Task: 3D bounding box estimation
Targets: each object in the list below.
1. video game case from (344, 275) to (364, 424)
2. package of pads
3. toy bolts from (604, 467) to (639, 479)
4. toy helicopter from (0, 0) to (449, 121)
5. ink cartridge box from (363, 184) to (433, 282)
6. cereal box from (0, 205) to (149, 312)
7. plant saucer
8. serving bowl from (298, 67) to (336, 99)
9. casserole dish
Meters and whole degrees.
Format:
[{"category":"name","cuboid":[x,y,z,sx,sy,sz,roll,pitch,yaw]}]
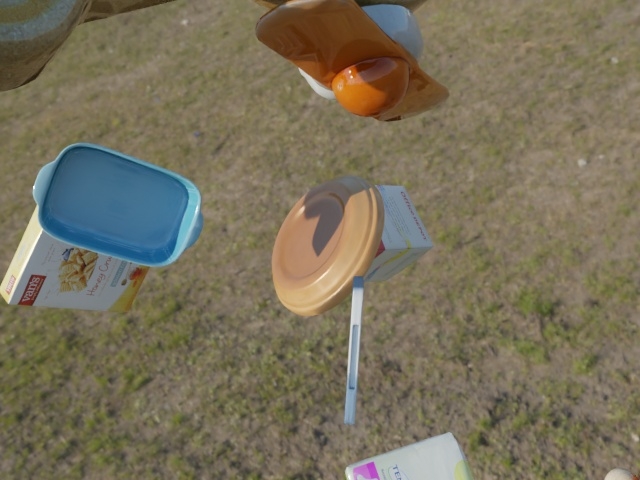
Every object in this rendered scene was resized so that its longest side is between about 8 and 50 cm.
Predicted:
[{"category":"video game case","cuboid":[0.031,0.098,0.737,0.011,0.122,0.087,4,5,3]},{"category":"package of pads","cuboid":[0.196,0.525,1.465,0.229,0.101,0.297,-16,63,-7]},{"category":"toy bolts","cuboid":[0.547,0.521,1.356,0.158,0.218,0.228,14,28,17]},{"category":"toy helicopter","cuboid":[-0.041,-0.140,0.388,0.140,0.235,0.355,-23,9,47]},{"category":"ink cartridge box","cuboid":[0.073,-0.009,1.328,0.176,0.128,0.127,-2,-29,-46]},{"category":"cereal box","cuboid":[-0.398,0.035,1.349,0.047,0.240,0.173,39,108,35]},{"category":"plant saucer","cuboid":[0.000,0.000,1.041,0.200,0.037,0.200,-32,44,36]},{"category":"serving bowl","cuboid":[-0.005,-0.127,0.505,0.027,0.083,0.083,-16,28,4]},{"category":"casserole dish","cuboid":[-0.223,-0.041,0.886,0.114,0.188,0.037,-67,28,8]}]
